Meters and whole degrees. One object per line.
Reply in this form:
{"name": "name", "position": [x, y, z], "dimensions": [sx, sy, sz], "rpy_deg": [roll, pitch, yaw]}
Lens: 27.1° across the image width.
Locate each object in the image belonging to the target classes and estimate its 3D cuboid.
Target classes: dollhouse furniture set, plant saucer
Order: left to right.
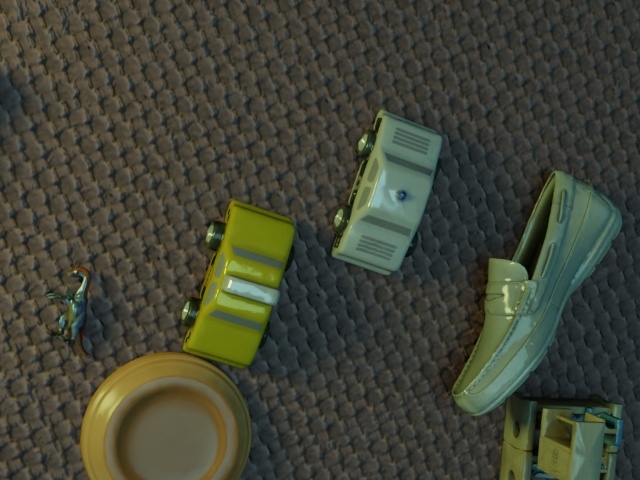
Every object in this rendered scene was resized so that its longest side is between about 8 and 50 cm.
{"name": "plant saucer", "position": [-0.173, 0.229, 1.523], "dimensions": [0.200, 0.037, 0.199], "rpy_deg": [-1, 95, -17]}
{"name": "dollhouse furniture set", "position": [0.315, 0.264, 1.598], "dimensions": [0.129, 0.184, 0.128], "rpy_deg": [4, 94, -18]}

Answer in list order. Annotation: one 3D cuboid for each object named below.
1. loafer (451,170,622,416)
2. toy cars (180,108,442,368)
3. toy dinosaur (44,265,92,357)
{"name": "loafer", "position": [0.242, 0.062, 1.604], "dimensions": [0.111, 0.112, 0.319], "rpy_deg": [35, 76, -12]}
{"name": "toy cars", "position": [0.000, 0.000, 1.530], "dimensions": [0.394, 0.087, 0.176], "rpy_deg": [-32, 103, -12]}
{"name": "toy dinosaur", "position": [-0.276, 0.074, 1.488], "dimensions": [0.082, 0.047, 0.090], "rpy_deg": [-59, 141, -14]}
